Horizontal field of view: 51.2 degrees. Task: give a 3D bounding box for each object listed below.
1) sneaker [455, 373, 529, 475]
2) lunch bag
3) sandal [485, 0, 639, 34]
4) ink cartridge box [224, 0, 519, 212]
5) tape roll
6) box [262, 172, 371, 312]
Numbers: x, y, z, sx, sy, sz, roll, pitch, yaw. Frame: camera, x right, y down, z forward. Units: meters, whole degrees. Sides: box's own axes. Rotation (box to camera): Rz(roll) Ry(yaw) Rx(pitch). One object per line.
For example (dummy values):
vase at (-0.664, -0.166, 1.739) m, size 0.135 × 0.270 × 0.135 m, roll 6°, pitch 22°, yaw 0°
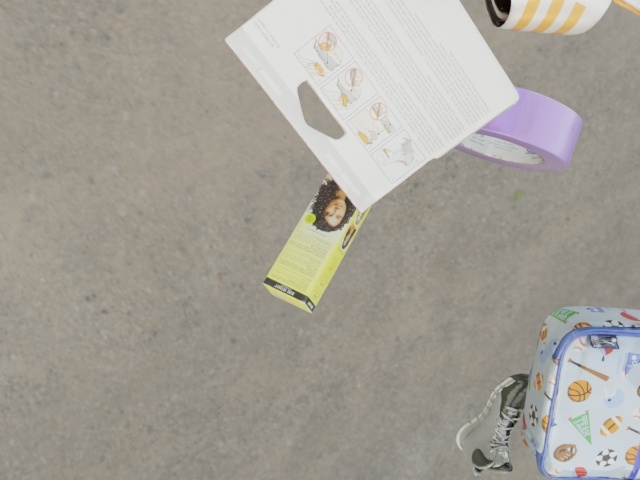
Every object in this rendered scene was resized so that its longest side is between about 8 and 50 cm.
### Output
sneaker at (0.357, 0.371, 1.283) m, size 0.086 × 0.132 × 0.228 m, roll 18°, pitch 121°, yaw -20°
lunch bag at (0.474, 0.251, 1.102) m, size 0.243 × 0.115 × 0.303 m, roll 5°, pitch 109°, yaw -4°
sandal at (0.155, -0.230, 0.582) m, size 0.266 × 0.102 × 0.076 m, roll 18°, pitch 119°, yaw -8°
ink cartridge box at (0.070, -0.227, 0.870) m, size 0.261 × 0.066 × 0.296 m, roll -36°, pitch 109°, yaw 10°
tape roll at (0.345, -0.215, 1.272) m, size 0.275 × 0.275 × 0.090 m, roll 19°, pitch 89°, yaw -41°
box at (0.000, 0.000, 1.133) m, size 0.232 × 0.087 × 0.058 m, roll -61°, pitch 157°, yaw -15°
